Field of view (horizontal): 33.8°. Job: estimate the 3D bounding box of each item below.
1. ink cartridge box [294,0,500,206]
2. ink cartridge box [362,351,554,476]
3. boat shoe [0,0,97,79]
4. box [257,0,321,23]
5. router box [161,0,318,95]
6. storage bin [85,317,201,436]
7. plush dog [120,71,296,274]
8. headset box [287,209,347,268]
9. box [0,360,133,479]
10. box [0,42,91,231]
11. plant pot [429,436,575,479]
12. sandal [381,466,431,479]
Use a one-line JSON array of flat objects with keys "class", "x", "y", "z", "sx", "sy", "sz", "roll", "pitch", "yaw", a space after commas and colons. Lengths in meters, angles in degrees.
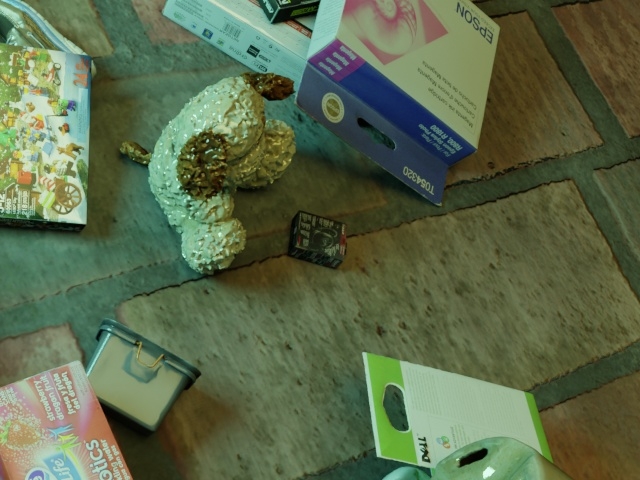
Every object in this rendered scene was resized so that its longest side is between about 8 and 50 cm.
[{"class": "ink cartridge box", "x": 0.128, "y": -0.268, "z": 1.579, "sx": 0.324, "sy": 0.071, "sz": 0.330, "roll": 31, "pitch": 59, "yaw": -35}, {"class": "ink cartridge box", "x": 0.161, "y": 0.261, "z": 1.346, "sx": 0.255, "sy": 0.097, "sz": 0.189, "roll": 16, "pitch": 34, "yaw": -16}, {"class": "boat shoe", "x": -0.394, "y": -0.264, "z": 1.426, "sx": 0.183, "sy": 0.066, "sz": 0.066, "roll": 34, "pitch": 56, "yaw": -5}, {"class": "box", "x": -0.039, "y": -0.430, "z": 1.596, "sx": 0.184, "sy": 0.045, "sz": 0.191, "roll": -22, "pitch": 75, "yaw": -31}, {"class": "router box", "x": -0.031, "y": -0.383, "z": 1.652, "sx": 0.335, "sy": 0.082, "sz": 0.301, "roll": 31, "pitch": 55, "yaw": -7}, {"class": "storage bin", "x": -0.224, "y": 0.168, "z": 1.260, "sx": 0.135, "sy": 0.098, "sz": 0.091, "roll": 30, "pitch": 65, "yaw": -8}, {"class": "plush dog", "x": -0.140, "y": -0.124, "z": 1.370, "sx": 0.210, "sy": 0.225, "sz": 0.262, "roll": 32, "pitch": 55, "yaw": -7}, {"class": "headset box", "x": 0.000, "y": 0.000, "z": 1.489, "sx": 0.083, "sy": 0.032, "sz": 0.062, "roll": 16, "pitch": 58, "yaw": -18}, {"class": "box", "x": -0.279, "y": 0.280, "z": 1.146, "sx": 0.122, "sy": 0.128, "sz": 0.257, "roll": -18, "pitch": 73, "yaw": -32}, {"class": "box", "x": -0.378, "y": -0.133, "z": 1.346, "sx": 0.159, "sy": 0.044, "sz": 0.233, "roll": 4, "pitch": 74, "yaw": -24}, {"class": "plant pot", "x": 0.243, "y": 0.392, "z": 1.162, "sx": 0.305, "sy": 0.333, "sz": 0.334, "roll": 44, "pitch": 53, "yaw": -18}, {"class": "sandal", "x": 0.072, "y": 0.459, "z": 1.240, "sx": 0.169, "sy": 0.102, "sz": 0.416, "roll": 45, "pitch": 40, "yaw": -15}]
